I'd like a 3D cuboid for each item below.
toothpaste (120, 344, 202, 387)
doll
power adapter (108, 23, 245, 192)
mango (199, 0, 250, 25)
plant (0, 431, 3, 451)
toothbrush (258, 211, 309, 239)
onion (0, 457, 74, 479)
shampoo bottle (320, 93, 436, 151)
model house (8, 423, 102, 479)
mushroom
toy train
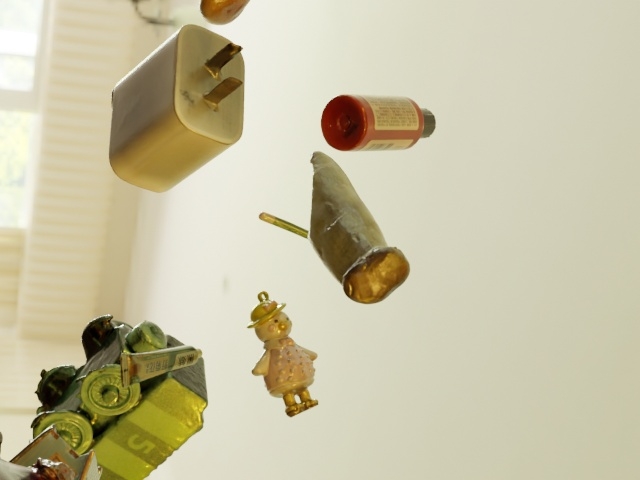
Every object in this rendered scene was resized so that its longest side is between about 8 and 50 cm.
[{"bbox_3d":[-0.235,0.180,1.839,0.031,0.204,0.049,-1,-88,27],"label":"toothpaste"},{"bbox_3d":[-0.062,0.179,1.982,0.081,0.129,0.207,-31,-104,50],"label":"doll"},{"bbox_3d":[-0.195,-0.205,1.829,0.255,0.124,0.187,-30,-128,43],"label":"power adapter"},{"bbox_3d":[-0.148,-0.365,1.888,0.080,0.060,0.114,-47,-179,14],"label":"mango"},{"bbox_3d":[-0.467,0.209,1.296,0.276,0.188,0.199,48,20,-71],"label":"plant"},{"bbox_3d":[0.000,0.000,2.275,0.018,0.257,0.024,-49,-152,37],"label":"toothbrush"},{"bbox_3d":[-0.290,0.263,1.054,0.272,0.195,0.272,48,-27,35],"label":"onion"},{"bbox_3d":[0.121,-0.218,2.311,0.104,0.278,0.104,4,-84,37],"label":"shampoo bottle"},{"bbox_3d":[-0.332,0.387,1.473,0.206,0.271,0.178,39,-29,18],"label":"model house"},{"bbox_3d":[0.031,-0.021,1.885,0.333,0.107,0.087,-122,-165,-47],"label":"mushroom"},{"bbox_3d":[-0.327,0.269,2.001,0.299,0.238,0.167,-43,-151,18],"label":"toy train"}]
